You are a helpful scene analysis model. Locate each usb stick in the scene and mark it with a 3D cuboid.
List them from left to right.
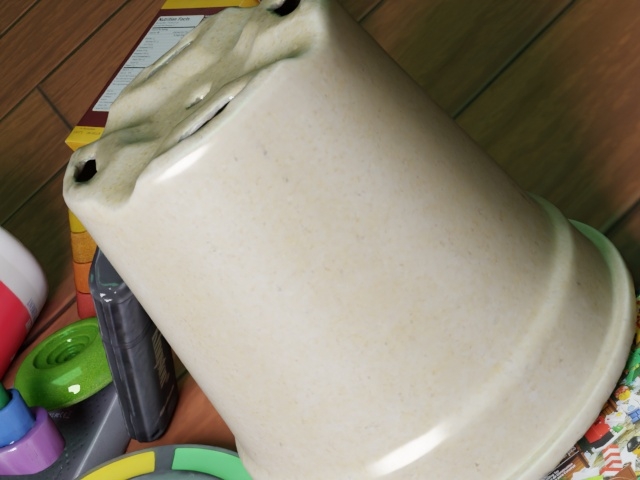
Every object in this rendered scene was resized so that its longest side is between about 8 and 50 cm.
[{"bbox_3d":[-0.152,0.085,1.022,0.045,0.278,0.077,8,57,3],"label":"usb stick"}]

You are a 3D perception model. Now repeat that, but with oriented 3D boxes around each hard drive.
[{"bbox_3d":[-0.263,0.214,1.149,0.172,0.054,0.255,-4,50,40],"label":"hard drive"}]

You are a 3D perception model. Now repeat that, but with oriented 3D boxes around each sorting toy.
[{"bbox_3d":[-0.242,0.060,1.140,0.127,0.126,0.365,-16,25,20],"label":"sorting toy"}]

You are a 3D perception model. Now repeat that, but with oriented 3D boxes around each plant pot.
[{"bbox_3d":[0.000,0.000,0.864,0.333,0.305,0.334,-32,26,17],"label":"plant pot"}]

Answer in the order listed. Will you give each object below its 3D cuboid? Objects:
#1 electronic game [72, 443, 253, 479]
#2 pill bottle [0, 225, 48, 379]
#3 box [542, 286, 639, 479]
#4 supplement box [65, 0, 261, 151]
[{"bbox_3d":[-0.127,0.239,0.940,0.229,0.048,0.229,-6,32,4],"label":"electronic game"},{"bbox_3d":[-0.468,0.161,1.244,0.229,0.229,0.408,-1,53,42],"label":"pill bottle"},{"bbox_3d":[0.241,0.100,0.813,0.233,0.044,0.159,-39,37,5],"label":"box"},{"bbox_3d":[-0.103,-0.109,1.211,0.129,0.191,0.194,10,61,47],"label":"supplement box"}]
